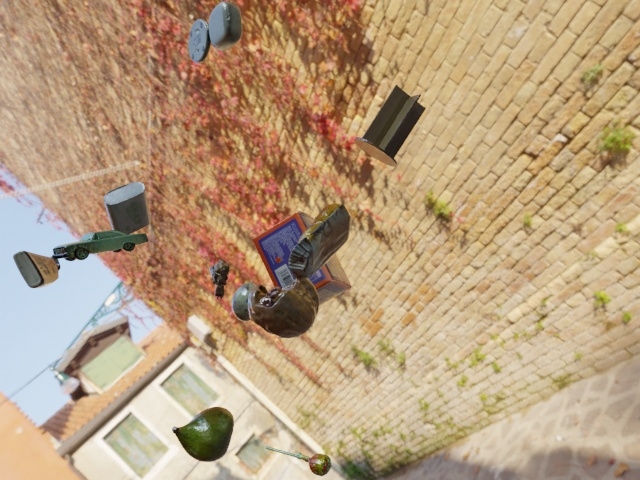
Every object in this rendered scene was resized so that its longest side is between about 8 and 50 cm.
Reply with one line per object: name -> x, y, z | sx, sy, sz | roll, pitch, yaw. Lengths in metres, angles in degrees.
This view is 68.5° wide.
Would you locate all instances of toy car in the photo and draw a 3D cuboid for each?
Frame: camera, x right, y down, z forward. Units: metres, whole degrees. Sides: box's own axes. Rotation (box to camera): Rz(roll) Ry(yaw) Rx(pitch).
toy car -> -0.840, 0.013, 1.801 | 0.141, 0.097, 0.321 | -4, 6, 41

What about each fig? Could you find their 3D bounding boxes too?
fig -> -0.450, 0.709, 1.736 | 0.203, 0.235, 0.203 | -36, 43, 43

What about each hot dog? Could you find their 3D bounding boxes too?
hot dog -> 0.000, 0.000, 1.346 | 0.270, 0.082, 0.162 | -45, -36, -40

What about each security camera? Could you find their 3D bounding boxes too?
security camera -> -0.388, -0.749, 1.716 | 0.080, 0.157, 0.302 | -6, 0, -43

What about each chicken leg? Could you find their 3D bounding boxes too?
chicken leg -> -0.420, 0.157, 1.946 | 0.081, 0.125, 0.196 | 1, -26, -17

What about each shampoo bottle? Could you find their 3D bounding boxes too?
shampoo bottle -> -1.116, 0.110, 1.892 | 0.071, 0.153, 0.284 | -29, 5, -10

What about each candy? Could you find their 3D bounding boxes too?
candy -> -0.065, 0.616, 1.336 | 0.060, 0.201, 0.060 | 9, -90, -71

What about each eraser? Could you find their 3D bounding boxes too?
eraser -> -0.816, -0.132, 2.004 | 0.174, 0.081, 0.227 | -29, -26, -28

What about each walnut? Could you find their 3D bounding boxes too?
walnut -> -0.112, 0.226, 1.527 | 0.238, 0.203, 0.141 | -14, 0, -9

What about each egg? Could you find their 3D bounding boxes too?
egg -> -0.339, 0.283, 2.178 | 0.141, 0.141, 0.181 | 35, -118, -80

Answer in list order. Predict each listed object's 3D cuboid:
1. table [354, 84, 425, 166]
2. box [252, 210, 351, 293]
table -> 0.242, -0.386, 1.568 | 0.226, 0.167, 0.167 | -57, -10, 1
box -> -0.072, 0.101, 2.087 | 0.257, 0.348, 0.318 | -31, -20, 11
